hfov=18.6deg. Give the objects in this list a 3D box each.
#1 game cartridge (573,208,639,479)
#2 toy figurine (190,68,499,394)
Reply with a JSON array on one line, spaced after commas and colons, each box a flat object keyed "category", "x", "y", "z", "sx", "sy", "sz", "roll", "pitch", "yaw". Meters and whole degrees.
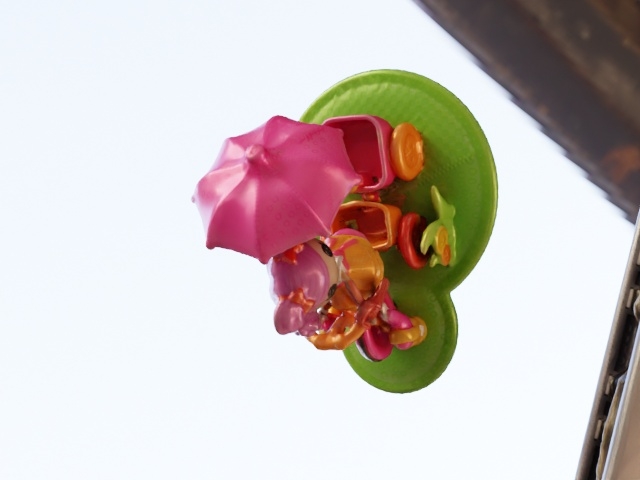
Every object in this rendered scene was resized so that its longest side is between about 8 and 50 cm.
[{"category": "game cartridge", "x": 0.242, "y": 0.078, "z": 1.007, "sx": 0.196, "sy": 0.294, "sz": 0.060, "roll": 19, "pitch": -17, "yaw": -8}, {"category": "toy figurine", "x": 0.000, "y": 0.000, "z": 0.970, "sx": 0.130, "sy": 0.159, "sz": 0.173, "roll": -3, "pitch": -88, "yaw": 29}]
